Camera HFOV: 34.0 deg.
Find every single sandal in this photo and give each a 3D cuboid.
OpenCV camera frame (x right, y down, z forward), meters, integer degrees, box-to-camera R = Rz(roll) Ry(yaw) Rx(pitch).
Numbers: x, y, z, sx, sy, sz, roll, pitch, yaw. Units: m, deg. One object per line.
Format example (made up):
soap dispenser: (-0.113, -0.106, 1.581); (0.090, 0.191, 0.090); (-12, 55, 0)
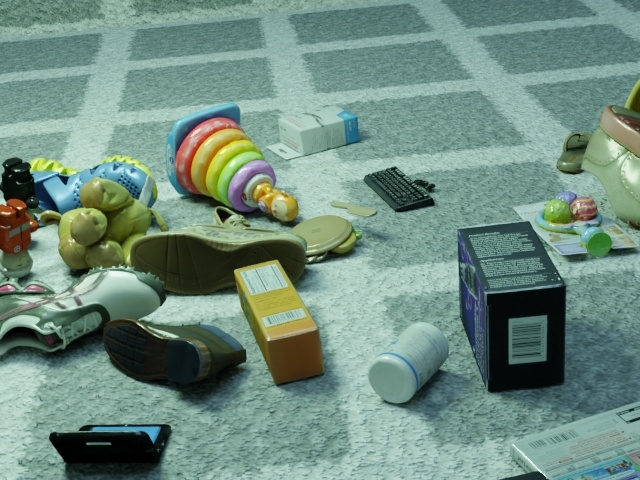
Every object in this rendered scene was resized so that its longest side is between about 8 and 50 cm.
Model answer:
sandal: (-0.451, -0.081, 1.958); (0.317, 0.126, 0.138); (-2, 27, 25)
sandal: (0.511, -0.186, 2.080); (0.072, 0.049, 0.180); (7, 27, 23)

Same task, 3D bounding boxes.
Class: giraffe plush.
giraffe plush: (-0.383, -0.017, 1.774); (0.171, 0.181, 0.210); (-16, 29, 30)

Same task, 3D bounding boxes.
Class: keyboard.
keyboard: (0.161, -0.104, 1.999); (0.108, 0.023, 0.180); (-12, 27, -15)

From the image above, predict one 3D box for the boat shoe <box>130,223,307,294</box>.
boat shoe: (-0.163, 0.026, 1.698); (0.285, 0.104, 0.089); (3, 18, 3)

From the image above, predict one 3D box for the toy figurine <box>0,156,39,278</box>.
toy figurine: (-0.589, -0.035, 1.793); (0.210, 0.148, 0.213); (-1, 36, -12)

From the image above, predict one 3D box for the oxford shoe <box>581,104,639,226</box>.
oxford shoe: (0.583, -0.066, 1.748); (0.141, 0.146, 0.397); (7, 34, -30)

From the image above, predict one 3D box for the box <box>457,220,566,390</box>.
box: (0.257, 0.084, 1.430); (0.108, 0.153, 0.207); (-6, 24, -1)

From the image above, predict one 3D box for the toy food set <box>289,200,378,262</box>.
toy food set: (0.000, 0.000, 1.799); (0.192, 0.038, 0.132); (-35, 32, -29)

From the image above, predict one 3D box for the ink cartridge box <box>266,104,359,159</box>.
ink cartridge box: (-0.019, -0.235, 2.264); (0.180, 0.060, 0.104); (-17, 28, -25)

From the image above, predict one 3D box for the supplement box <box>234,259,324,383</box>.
supplement box: (-0.063, 0.113, 1.512); (0.080, 0.078, 0.233); (-13, 25, -9)

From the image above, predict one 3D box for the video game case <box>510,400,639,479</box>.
video game case: (0.357, 0.259, 1.189); (0.212, 0.023, 0.193); (-13, 26, -19)

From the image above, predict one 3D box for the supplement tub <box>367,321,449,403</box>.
supplement tub: (0.117, 0.161, 1.384); (0.071, 0.071, 0.107); (11, 29, 31)

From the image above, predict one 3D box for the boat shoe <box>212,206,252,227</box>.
boat shoe: (-0.153, -0.024, 1.854); (0.050, 0.045, 0.135); (-22, 30, -32)

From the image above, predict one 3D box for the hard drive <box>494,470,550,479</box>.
hard drive: (0.204, 0.326, 1.036); (0.172, 0.054, 0.254); (-9, 25, -10)

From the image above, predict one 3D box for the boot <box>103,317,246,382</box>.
boot: (-0.208, 0.155, 1.481); (0.219, 0.082, 0.106); (12, 8, 40)

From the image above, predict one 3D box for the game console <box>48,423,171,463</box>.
game console: (-0.258, 0.236, 1.294); (0.122, 0.107, 0.071); (-2, 53, 6)

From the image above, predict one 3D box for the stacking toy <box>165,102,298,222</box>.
stacking toy: (-0.145, -0.115, 1.965); (0.166, 0.175, 0.302); (-24, 45, -33)

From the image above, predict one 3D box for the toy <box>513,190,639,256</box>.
toy: (0.432, -0.044, 1.784); (0.137, 0.056, 0.237); (-7, 25, -7)

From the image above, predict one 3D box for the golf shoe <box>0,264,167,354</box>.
golf shoe: (-0.364, 0.115, 1.562); (0.273, 0.105, 0.120); (-8, 40, 6)

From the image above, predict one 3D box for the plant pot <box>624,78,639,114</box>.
plant pot: (0.712, -0.199, 1.874); (0.239, 0.254, 0.254); (-4, 20, -38)
